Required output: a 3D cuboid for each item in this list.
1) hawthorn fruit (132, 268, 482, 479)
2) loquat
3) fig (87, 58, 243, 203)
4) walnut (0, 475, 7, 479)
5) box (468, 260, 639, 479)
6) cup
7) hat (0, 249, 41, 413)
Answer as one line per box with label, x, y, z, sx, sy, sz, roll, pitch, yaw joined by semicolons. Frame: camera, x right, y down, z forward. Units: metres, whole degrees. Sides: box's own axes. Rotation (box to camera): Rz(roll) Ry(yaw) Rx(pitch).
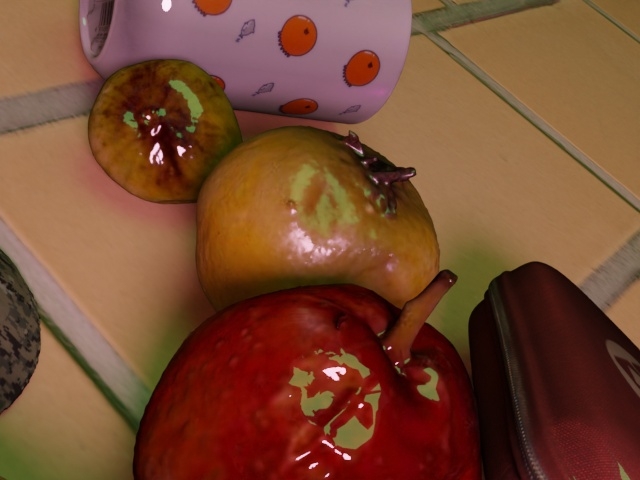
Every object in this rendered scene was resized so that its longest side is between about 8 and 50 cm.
hawthorn fruit;0.006;0.115;0.566;0.230;0.266;0.210;17;26;-21
loquat;-0.004;-0.003;0.730;0.213;0.213;0.213;18;40;-15
fig;-0.142;-0.100;0.812;0.153;0.136;0.121;44;-9;-26
walnut;-0.226;0.182;0.428;0.207;0.159;0.159;16;40;-16
box;0.227;0.165;0.667;0.263;0.108;0.404;44;18;-11
cup;-0.089;-0.245;0.941;0.318;0.212;0.212;0;47;-30
hat;-0.310;0.014;0.580;0.266;0.128;0.265;19;42;-18
